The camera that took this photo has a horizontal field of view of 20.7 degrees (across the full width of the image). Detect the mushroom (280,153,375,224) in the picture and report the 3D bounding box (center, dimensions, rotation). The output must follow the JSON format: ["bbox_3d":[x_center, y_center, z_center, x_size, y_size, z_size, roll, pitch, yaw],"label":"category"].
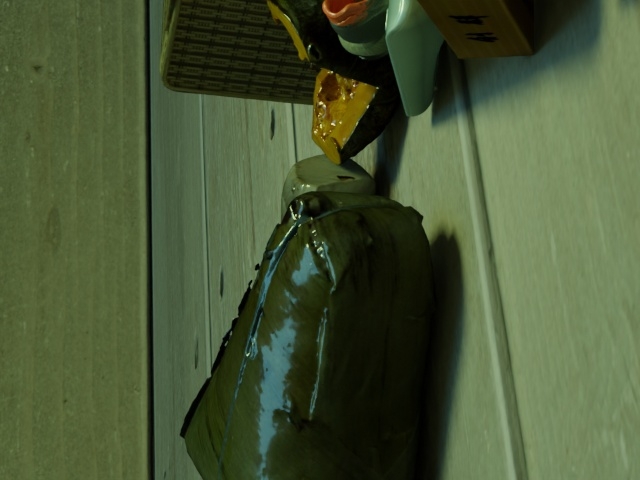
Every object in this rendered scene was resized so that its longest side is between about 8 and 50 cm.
[{"bbox_3d":[0.000,-0.010,1.818,0.247,0.096,0.108,105,164,-55],"label":"mushroom"}]

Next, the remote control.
[{"bbox_3d":[0.085,-0.186,1.473,0.293,0.051,0.103,68,-152,-80],"label":"remote control"}]

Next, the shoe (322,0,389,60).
[{"bbox_3d":[0.056,-0.266,1.601,0.074,0.077,0.194,12,79,34],"label":"shoe"}]

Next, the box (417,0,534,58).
[{"bbox_3d":[0.120,-0.271,1.314,0.152,0.070,0.237,32,-124,-70],"label":"box"}]

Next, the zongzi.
[{"bbox_3d":[0.027,0.177,1.504,0.393,0.174,0.356,-115,37,-47],"label":"zongzi"}]

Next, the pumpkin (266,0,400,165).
[{"bbox_3d":[0.025,-0.173,1.709,0.119,0.108,0.183,-120,8,-50],"label":"pumpkin"}]

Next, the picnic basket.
[{"bbox_3d":[-0.041,-0.291,1.797,0.313,0.228,0.175,113,160,-55],"label":"picnic basket"}]
